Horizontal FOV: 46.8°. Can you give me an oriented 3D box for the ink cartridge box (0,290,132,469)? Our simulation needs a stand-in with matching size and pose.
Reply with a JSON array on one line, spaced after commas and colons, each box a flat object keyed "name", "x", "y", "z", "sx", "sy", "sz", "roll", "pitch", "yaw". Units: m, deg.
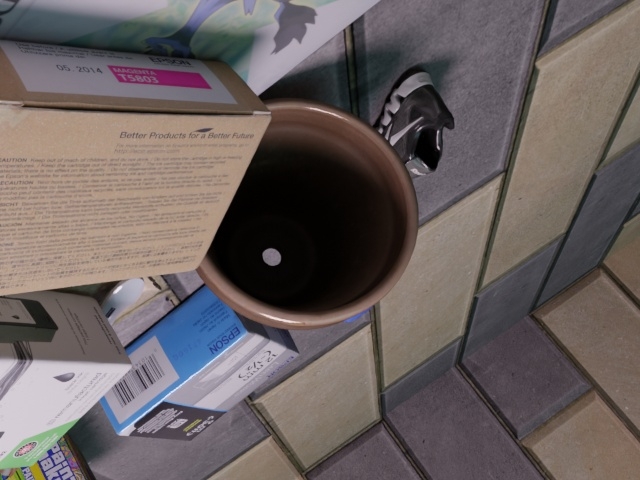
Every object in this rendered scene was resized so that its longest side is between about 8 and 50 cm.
[{"name": "ink cartridge box", "x": -0.393, "y": 0.155, "z": 0.815, "sx": 0.211, "sy": 0.121, "sz": 0.289, "roll": -44, "pitch": 154, "yaw": 13}]

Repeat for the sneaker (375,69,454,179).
[{"name": "sneaker", "x": 0.109, "y": -0.114, "z": 1.031, "sx": 0.078, "sy": 0.106, "sz": 0.234, "roll": -14, "pitch": 147, "yaw": -40}]

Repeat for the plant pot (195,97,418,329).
[{"name": "plant pot", "x": -0.044, "y": -0.006, "z": 0.894, "sx": 0.263, "sy": 0.263, "sz": 0.229, "roll": -27, "pitch": 172, "yaw": -21}]

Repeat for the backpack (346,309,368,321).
[{"name": "backpack", "x": 0.030, "y": 0.074, "z": 1.240, "sx": 0.098, "sy": 0.120, "sz": 0.101, "roll": -36, "pitch": 156, "yaw": 0}]

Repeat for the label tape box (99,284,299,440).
[{"name": "label tape box", "x": -0.173, "y": 0.216, "z": 1.231, "sx": 0.249, "sy": 0.115, "sz": 0.348, "roll": -39, "pitch": 154, "yaw": 4}]

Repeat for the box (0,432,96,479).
[{"name": "box", "x": -0.477, "y": 0.419, "z": 1.106, "sx": 0.279, "sy": 0.177, "sz": 0.290, "roll": -29, "pitch": 154, "yaw": -20}]

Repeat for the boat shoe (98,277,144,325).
[{"name": "boat shoe", "x": -0.265, "y": 0.076, "z": 0.955, "sx": 0.035, "sy": 0.035, "sz": 0.100, "roll": 29, "pitch": 108, "yaw": -39}]

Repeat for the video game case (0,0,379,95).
[{"name": "video game case", "x": -0.103, "y": -0.192, "z": 0.578, "sx": 0.300, "sy": 0.036, "sz": 0.329, "roll": -29, "pitch": 165, "yaw": 37}]

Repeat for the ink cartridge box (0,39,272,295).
[{"name": "ink cartridge box", "x": -0.184, "y": -0.056, "z": 0.611, "sx": 0.235, "sy": 0.088, "sz": 0.193, "roll": -6, "pitch": 137, "yaw": -43}]
